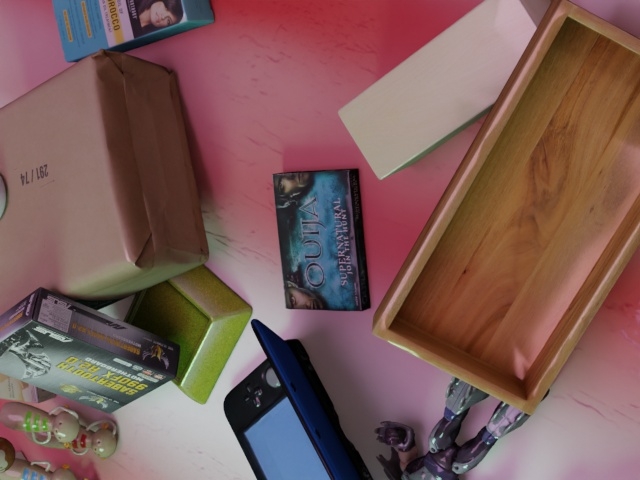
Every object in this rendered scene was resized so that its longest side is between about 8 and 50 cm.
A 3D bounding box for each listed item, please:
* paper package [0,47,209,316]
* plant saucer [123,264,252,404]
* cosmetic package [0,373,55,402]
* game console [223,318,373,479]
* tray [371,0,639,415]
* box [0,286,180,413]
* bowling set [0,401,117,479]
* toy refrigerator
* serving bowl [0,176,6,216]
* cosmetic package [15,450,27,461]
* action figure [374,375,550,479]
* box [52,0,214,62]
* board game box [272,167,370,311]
[{"bbox_3d":[-0.342,-0.061,1.685,0.324,0.168,0.310,-21,76,35],"label":"paper package"},{"bbox_3d":[-0.211,0.120,1.731,0.188,0.045,0.188,40,118,23],"label":"plant saucer"},{"bbox_3d":[-0.491,0.230,1.945,0.115,0.041,0.060,-1,99,34],"label":"cosmetic package"},{"bbox_3d":[-0.045,0.279,1.546,0.250,0.173,0.293,-43,64,32],"label":"game console"},{"bbox_3d":[0.242,-0.034,1.290,0.202,0.076,0.411,27,105,-4],"label":"tray"},{"bbox_3d":[-0.343,0.160,1.674,0.183,0.231,0.056,-31,43,42],"label":"box"},{"bbox_3d":[-0.410,0.324,1.810,0.154,0.200,0.287,10,111,14],"label":"bowling set"},{"bbox_3d":[0.160,-0.187,1.393,0.269,0.094,0.102,-35,86,34],"label":"toy refrigerator"},{"bbox_3d":[-0.478,-0.060,1.667,0.083,0.027,0.083,-2,87,37],"label":"serving bowl"},{"bbox_3d":[-0.559,0.466,1.949,0.151,0.183,0.151,-44,73,32],"label":"cosmetic package"},{"bbox_3d":[0.160,0.263,1.473,0.185,0.099,0.285,36,121,14],"label":"action figure"},{"bbox_3d":[-0.268,-0.326,1.679,0.244,0.060,0.101,-11,93,36],"label":"box"},{"bbox_3d":[0.000,0.000,1.575,0.126,0.026,0.186,-1,98,34],"label":"board game box"}]
